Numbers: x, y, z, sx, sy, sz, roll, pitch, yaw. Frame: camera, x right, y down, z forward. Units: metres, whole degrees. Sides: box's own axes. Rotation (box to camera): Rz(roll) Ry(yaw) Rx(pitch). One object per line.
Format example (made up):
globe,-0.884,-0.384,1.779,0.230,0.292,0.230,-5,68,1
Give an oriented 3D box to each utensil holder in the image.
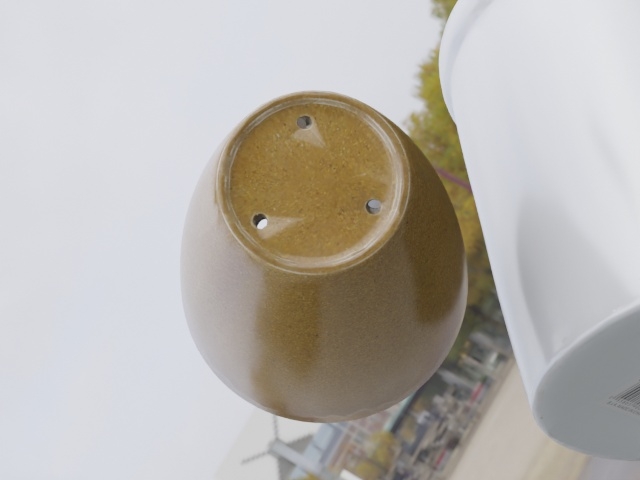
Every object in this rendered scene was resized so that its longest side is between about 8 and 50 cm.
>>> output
utensil holder,0.296,-0.047,0.916,0.328,0.327,0.385,107,161,-50

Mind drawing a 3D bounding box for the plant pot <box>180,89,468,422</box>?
plant pot,0.000,0.000,0.742,0.237,0.237,0.254,-58,-9,-12
